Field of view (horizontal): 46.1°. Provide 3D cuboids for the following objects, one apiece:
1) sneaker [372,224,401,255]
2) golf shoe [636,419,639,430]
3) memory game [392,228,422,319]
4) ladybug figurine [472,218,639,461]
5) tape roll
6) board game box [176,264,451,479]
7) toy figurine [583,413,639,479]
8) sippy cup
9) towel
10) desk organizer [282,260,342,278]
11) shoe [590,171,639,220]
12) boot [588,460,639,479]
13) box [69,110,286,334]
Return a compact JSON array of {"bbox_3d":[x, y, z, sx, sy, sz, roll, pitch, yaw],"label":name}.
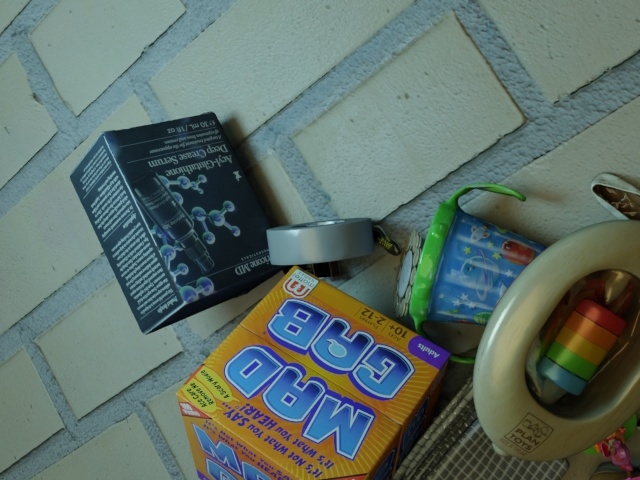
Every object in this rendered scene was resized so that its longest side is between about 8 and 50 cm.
[{"bbox_3d":[0.134,0.003,1.594,0.083,0.035,0.031,44,114,16],"label":"sneaker"},{"bbox_3d":[0.609,0.265,1.363,0.093,0.077,0.198,-2,95,28],"label":"golf shoe"},{"bbox_3d":[0.174,0.068,1.512,0.012,0.186,0.186,12,104,-4],"label":"memory game"},{"bbox_3d":[0.414,0.162,1.253,0.305,0.162,0.449,35,96,-11],"label":"ladybug figurine"},{"bbox_3d":[0.000,0.000,1.559,0.219,0.219,0.072,-5,94,28],"label":"tape roll"},{"bbox_3d":[-0.009,0.346,1.457,0.356,0.356,0.357,29,145,22],"label":"board game box"},{"bbox_3d":[0.513,0.358,1.302,0.130,0.159,0.173,-21,116,6],"label":"toy figurine"},{"bbox_3d":[0.307,0.065,1.421,0.224,0.240,0.306,17,128,14],"label":"sippy cup"},{"bbox_3d":[0.303,0.427,1.390,0.235,0.121,0.284,44,79,-10],"label":"towel"},{"bbox_3d":[-0.022,0.065,1.673,0.130,0.050,0.047,-9,92,28],"label":"desk organizer"},{"bbox_3d":[0.577,-0.045,1.347,0.219,0.058,0.077,37,112,18],"label":"shoe"},{"bbox_3d":[0.601,0.453,1.309,0.283,0.220,0.109,-1,97,27],"label":"boot"},{"bbox_3d":[-0.308,-0.045,1.643,0.212,0.293,0.396,-33,82,46],"label":"box"}]
